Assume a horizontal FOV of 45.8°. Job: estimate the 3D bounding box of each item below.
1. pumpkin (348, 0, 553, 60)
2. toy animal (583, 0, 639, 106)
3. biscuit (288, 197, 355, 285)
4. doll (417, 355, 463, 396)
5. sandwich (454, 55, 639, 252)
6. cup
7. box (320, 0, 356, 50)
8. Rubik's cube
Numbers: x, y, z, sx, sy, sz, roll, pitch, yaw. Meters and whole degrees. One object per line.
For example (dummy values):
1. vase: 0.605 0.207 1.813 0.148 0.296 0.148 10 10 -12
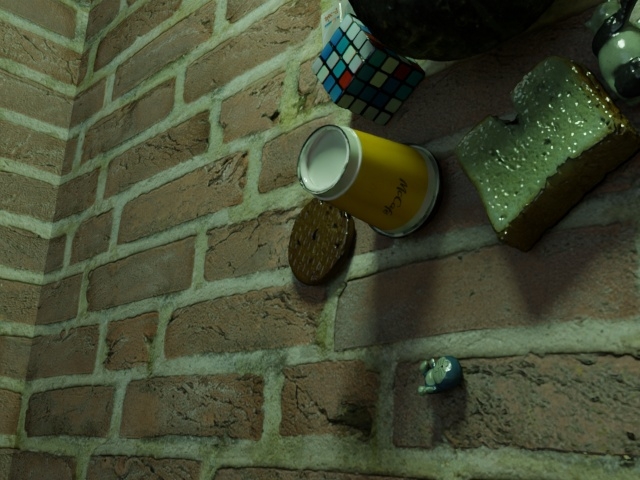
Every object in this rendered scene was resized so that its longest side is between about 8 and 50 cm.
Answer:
1. pumpkin: 0.244 -0.547 1.377 0.454 0.344 0.455 -1 88 36
2. toy animal: 0.493 -0.313 1.204 0.121 0.093 0.225 -46 46 41
3. biscuit: 0.000 0.000 1.697 0.212 0.036 0.212 -21 62 45
4. doll: 0.215 0.237 1.346 0.083 0.050 0.076 -38 32 37
5. sandwich: 0.372 -0.159 1.278 0.273 0.095 0.249 -47 42 29
6. cup: 0.098 -0.118 1.443 0.196 0.279 0.197 -14 68 40
7. box: 0.101 -0.506 1.748 0.233 0.067 0.150 -26 57 42
8. Rubik's cube: 0.099 -0.366 1.626 0.151 0.154 0.155 -50 43 25
